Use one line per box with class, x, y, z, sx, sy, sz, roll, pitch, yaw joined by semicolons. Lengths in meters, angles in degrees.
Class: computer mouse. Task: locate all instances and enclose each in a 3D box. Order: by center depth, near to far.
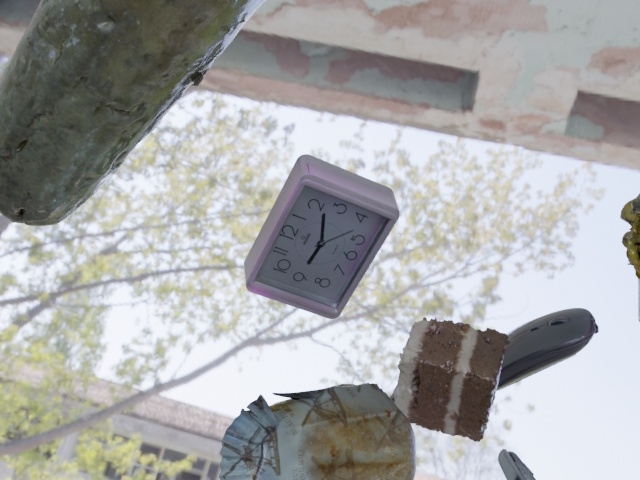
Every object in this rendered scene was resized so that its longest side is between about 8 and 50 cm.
computer mouse;0.341;0.178;1.202;0.232;0.120;0.057;-34;-81;30

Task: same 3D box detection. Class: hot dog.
hot dog;0.005;0.247;0.824;0.271;0.162;0.082;4;-21;-43

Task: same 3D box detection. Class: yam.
yam;-0.153;-0.139;0.550;0.133;0.133;0.330;29;-66;-32

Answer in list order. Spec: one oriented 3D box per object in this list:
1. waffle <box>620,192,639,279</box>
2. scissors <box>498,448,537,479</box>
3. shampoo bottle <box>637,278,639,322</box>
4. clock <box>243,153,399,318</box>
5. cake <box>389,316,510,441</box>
waffle;0.453;0.037;0.806;0.280;0.060;0.262;57;-17;3
scissors;0.349;0.434;1.144;0.031;0.242;0.118;24;-63;-44
shampoo bottle;0.563;0.008;1.190;0.085;0.262;0.085;6;-14;1
clock;0.000;0.000;0.988;0.150;0.063;0.197;21;-63;-18
cake;0.191;0.201;1.087;0.147;0.134;0.135;14;-59;18
